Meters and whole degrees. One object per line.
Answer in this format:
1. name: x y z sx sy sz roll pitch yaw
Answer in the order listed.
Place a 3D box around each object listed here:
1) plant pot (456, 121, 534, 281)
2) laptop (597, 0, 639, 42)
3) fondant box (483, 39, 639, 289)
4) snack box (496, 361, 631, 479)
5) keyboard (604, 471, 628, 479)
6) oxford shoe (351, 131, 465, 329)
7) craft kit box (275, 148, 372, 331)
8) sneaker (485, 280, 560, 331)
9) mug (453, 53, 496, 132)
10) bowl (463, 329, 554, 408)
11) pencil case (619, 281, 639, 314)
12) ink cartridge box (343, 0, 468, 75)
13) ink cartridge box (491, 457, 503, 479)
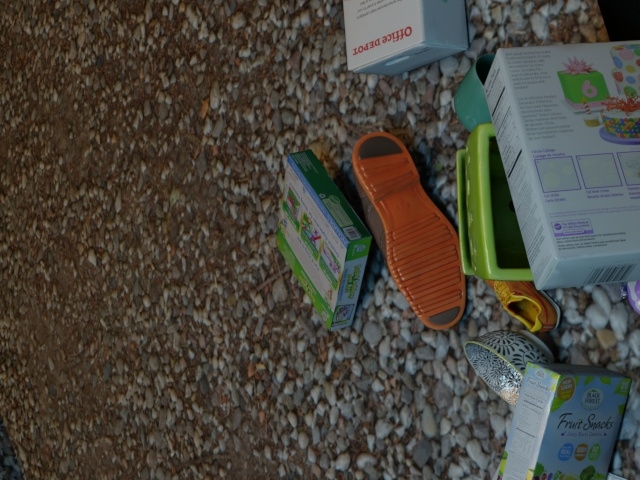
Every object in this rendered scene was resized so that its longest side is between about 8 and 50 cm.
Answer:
1. plant pot: 0.315 -0.051 1.802 0.207 0.227 0.228 157 111 -80
2. laptop: 0.502 -0.395 1.720 0.264 0.136 0.234 -18 89 25
3. fondant box: 0.374 -0.108 1.629 0.096 0.238 0.330 103 160 -61
4. snack box: 0.356 0.287 1.787 0.070 0.174 0.207 19 99 50
5. keyboard: 0.418 0.474 1.848 0.072 0.014 0.256 17 103 51
6. oxford shoe: 0.156 -0.010 2.139 0.133 0.130 0.364 105 147 -73
7. craft kit box: 0.000 0.000 2.296 0.250 0.061 0.247 57 148 35
8. sneaker: 0.311 0.082 1.950 0.175 0.067 0.064 44 124 45
9. mug: 0.273 -0.212 1.936 0.129 0.158 0.097 35 132 3
10. bowl: 0.313 0.193 1.912 0.170 0.080 0.170 42 164 15
11. pencil case: 0.516 0.037 1.682 0.206 0.086 0.088 -41 30 42
12. ink cartridge box: 0.141 -0.445 2.134 0.201 0.117 0.278 -13 79 51
13. ink cartridge box: 0.315 0.383 1.914 0.046 0.097 0.207 44 122 43
